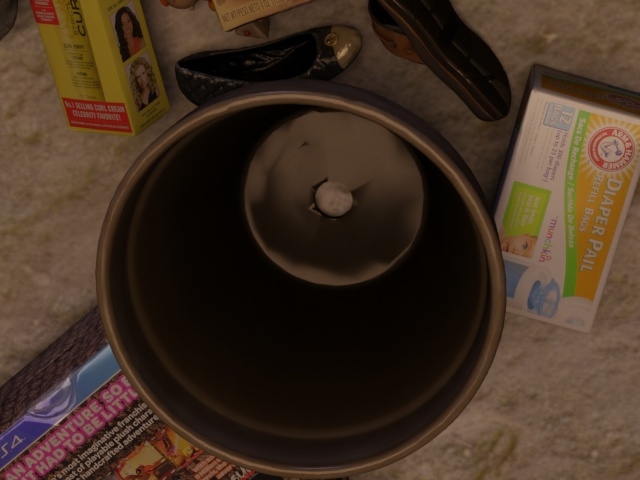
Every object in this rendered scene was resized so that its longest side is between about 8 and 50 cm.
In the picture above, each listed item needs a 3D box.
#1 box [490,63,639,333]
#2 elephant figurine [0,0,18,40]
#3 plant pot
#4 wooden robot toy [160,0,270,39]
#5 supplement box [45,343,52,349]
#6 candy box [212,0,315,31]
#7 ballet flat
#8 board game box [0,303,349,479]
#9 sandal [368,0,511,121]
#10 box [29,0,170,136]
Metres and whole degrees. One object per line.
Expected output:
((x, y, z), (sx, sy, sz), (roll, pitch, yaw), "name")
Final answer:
((0.212, -0.038, 1.557), (0.114, 0.103, 0.203), (15, 109, 3), "box")
((-0.335, -0.243, 1.525), (0.239, 0.169, 0.186), (-22, 98, 17), "elephant figurine")
((0.000, 0.000, 1.503), (0.323, 0.280, 0.323), (2, 107, 7), "plant pot")
((-0.118, -0.235, 1.558), (0.079, 0.076, 0.173), (-29, 102, 26), "wooden robot toy")
((-0.233, 0.151, 1.708), (0.062, 0.036, 0.098), (1, 108, 6), "supplement box")
((-0.049, -0.348, 1.448), (0.183, 0.087, 0.316), (-13, 102, 42), "candy box")
((-0.046, -0.157, 1.574), (0.173, 0.057, 0.049), (-15, 146, 13), "ballet flat")
((-0.148, 0.213, 1.633), (0.232, 0.141, 0.291), (-39, 105, 9), "board game box")
((0.085, -0.188, 1.549), (0.060, 0.090, 0.219), (-29, 110, 37), "sandal")
((-0.205, -0.207, 1.541), (0.087, 0.058, 0.232), (9, 126, 33), "box")
